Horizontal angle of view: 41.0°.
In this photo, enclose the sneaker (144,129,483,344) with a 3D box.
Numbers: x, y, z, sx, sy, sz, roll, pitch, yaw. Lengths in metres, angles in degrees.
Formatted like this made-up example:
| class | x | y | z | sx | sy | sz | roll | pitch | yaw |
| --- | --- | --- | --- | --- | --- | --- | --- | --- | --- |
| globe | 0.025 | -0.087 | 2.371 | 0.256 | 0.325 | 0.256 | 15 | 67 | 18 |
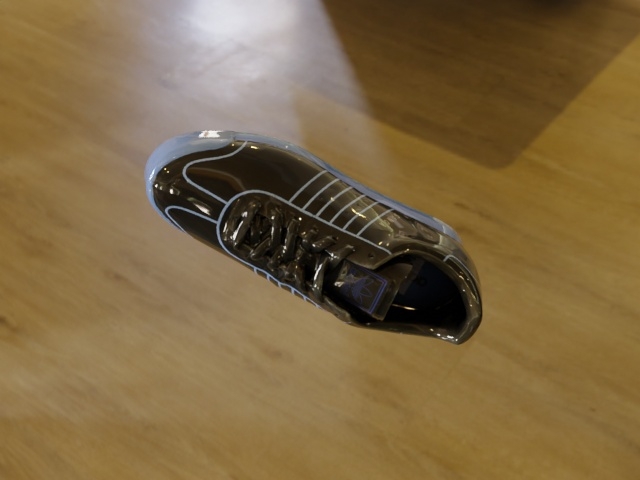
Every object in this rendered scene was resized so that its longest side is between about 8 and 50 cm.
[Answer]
| class | x | y | z | sx | sy | sz | roll | pitch | yaw |
| --- | --- | --- | --- | --- | --- | --- | --- | --- | --- |
| sneaker | 0.000 | 0.000 | 0.541 | 0.232 | 0.081 | 0.090 | 17 | 24 | -14 |
